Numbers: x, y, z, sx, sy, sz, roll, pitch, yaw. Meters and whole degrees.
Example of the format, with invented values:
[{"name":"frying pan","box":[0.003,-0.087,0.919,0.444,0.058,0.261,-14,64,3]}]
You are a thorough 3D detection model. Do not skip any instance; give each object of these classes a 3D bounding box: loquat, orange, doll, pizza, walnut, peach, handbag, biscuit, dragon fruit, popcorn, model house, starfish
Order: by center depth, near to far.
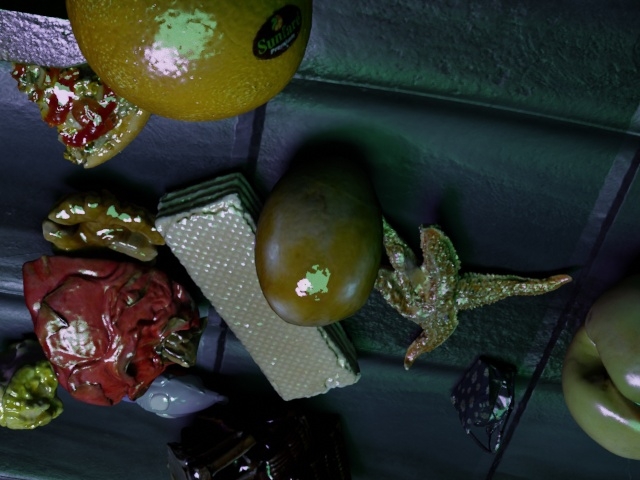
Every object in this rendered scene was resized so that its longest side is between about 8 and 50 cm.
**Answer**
[{"name":"orange","box":[-0.139,-0.259,1.324,0.274,0.274,0.274,2,135,2]},{"name":"pizza","box":[-0.319,-0.180,1.555,0.199,0.062,0.188,28,128,-20]},{"name":"loquat","box":[0.000,0.000,1.605,0.179,0.179,0.227,9,100,-4]},{"name":"walnut","box":[-0.302,-0.017,1.708,0.170,0.069,0.143,18,137,-19]},{"name":"peach","box":[0.489,0.174,1.719,0.292,0.247,0.292,-13,126,-19]},{"name":"starfish","box":[0.159,0.052,1.729,0.301,0.084,0.293,-26,129,32]},{"name":"dragon fruit","box":[-0.280,0.149,1.764,0.205,0.152,0.317,-11,146,16]},{"name":"biscuit","box":[-0.078,0.080,1.778,0.144,0.078,0.426,-16,132,18]},{"name":"handbag","box":[0.264,0.272,1.896,0.072,0.139,0.115,13,134,-20]},{"name":"popcorn","box":[-0.463,0.227,1.909,0.126,0.145,0.126,4,142,-8]},{"name":"doll","box":[-0.256,0.242,1.958,0.227,0.075,0.102,8,152,12]},{"name":"model house","box":[-0.094,0.367,2.006,0.282,0.297,0.317,-23,119,-16]}]

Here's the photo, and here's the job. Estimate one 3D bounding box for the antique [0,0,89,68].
[{"name":"antique","box":[-0.344,-0.262,1.460,0.221,0.081,0.080,9,135,-4]}]
